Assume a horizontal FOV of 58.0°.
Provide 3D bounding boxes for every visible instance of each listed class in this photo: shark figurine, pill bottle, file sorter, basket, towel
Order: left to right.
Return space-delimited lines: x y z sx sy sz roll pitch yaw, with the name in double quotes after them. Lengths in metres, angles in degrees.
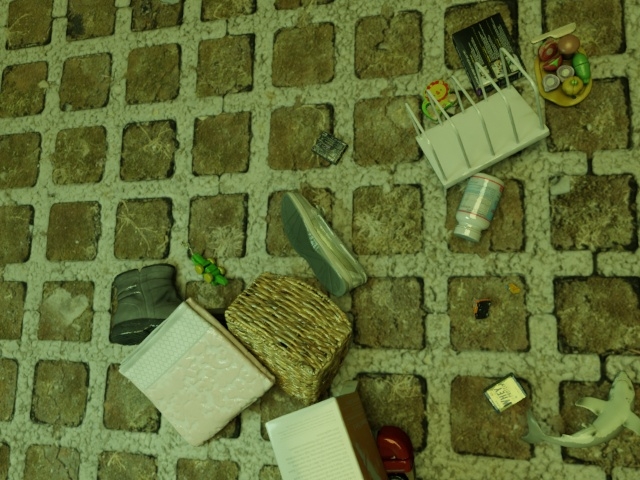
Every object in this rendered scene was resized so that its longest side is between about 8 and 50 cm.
-0.331 0.351 1.502 0.317 0.053 0.332 46 114 -3 "towel"
-0.075 0.246 1.514 0.299 0.223 0.213 30 57 18 "basket"
0.369 -0.301 1.401 0.278 0.173 0.192 -28 50 11 "file sorter"
0.390 -0.081 1.434 0.087 0.087 0.160 21 88 18 "pill bottle"
0.605 0.427 1.289 0.279 0.116 0.166 -27 41 3 "shark figurine"

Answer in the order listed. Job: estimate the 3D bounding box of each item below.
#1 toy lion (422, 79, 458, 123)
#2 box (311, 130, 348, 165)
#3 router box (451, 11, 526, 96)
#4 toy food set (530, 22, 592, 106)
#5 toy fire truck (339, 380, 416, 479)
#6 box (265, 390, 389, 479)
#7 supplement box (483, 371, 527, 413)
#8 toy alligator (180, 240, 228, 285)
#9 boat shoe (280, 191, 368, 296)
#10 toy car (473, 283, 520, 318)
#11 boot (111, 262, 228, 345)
0.310 -0.376 1.537 0.100 0.034 0.096 -46 65 5 "toy lion"
0.025 -0.257 1.604 0.083 0.018 0.067 32 91 18 "box"
0.438 -0.487 1.507 0.133 0.046 0.178 -22 76 12 "router box"
0.604 -0.447 1.440 0.128 0.071 0.217 -12 78 14 "toy food set"
0.112 0.479 1.408 0.217 0.158 0.246 -8 89 15 "toy fire truck"
0.042 0.522 1.239 0.169 0.215 0.345 -23 75 11 "box"
0.432 0.356 1.353 0.083 0.083 0.056 -35 74 8 "supplement box"
-0.334 0.075 1.640 0.190 0.056 0.051 39 134 18 "toy alligator"
0.002 0.000 1.533 0.320 0.103 0.118 54 142 20 "boat shoe"
0.429 0.149 1.423 0.122 0.060 0.040 -20 31 -4 "toy car"
-0.416 0.159 1.612 0.339 0.118 0.222 -4 57 -5 "boot"
